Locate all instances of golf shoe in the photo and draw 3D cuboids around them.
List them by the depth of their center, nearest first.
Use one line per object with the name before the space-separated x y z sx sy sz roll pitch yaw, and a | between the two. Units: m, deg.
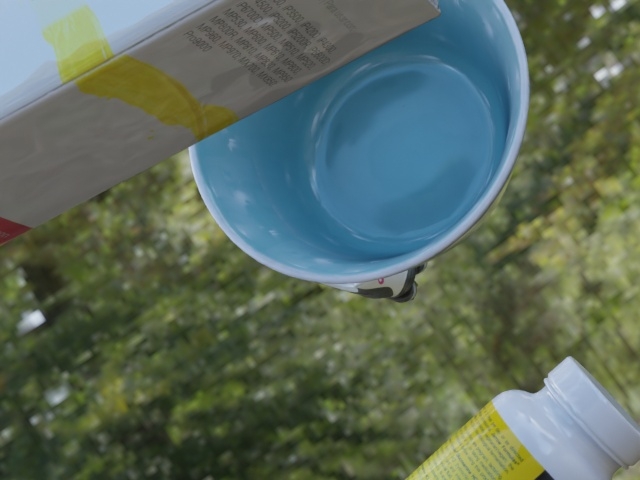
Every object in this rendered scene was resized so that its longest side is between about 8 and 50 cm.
golf shoe | 0.000 0.000 2.001 0.120 0.272 0.105 -2 -74 -51

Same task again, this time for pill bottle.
pill bottle | 0.216 0.297 1.892 0.334 0.188 0.188 -44 -10 7

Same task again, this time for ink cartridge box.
ink cartridge box | -0.160 -0.183 0.965 0.384 0.279 0.160 -26 -20 13

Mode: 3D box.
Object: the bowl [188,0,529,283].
bowl | 0.055 -0.099 1.461 0.311 0.311 0.163 -37 -23 10
